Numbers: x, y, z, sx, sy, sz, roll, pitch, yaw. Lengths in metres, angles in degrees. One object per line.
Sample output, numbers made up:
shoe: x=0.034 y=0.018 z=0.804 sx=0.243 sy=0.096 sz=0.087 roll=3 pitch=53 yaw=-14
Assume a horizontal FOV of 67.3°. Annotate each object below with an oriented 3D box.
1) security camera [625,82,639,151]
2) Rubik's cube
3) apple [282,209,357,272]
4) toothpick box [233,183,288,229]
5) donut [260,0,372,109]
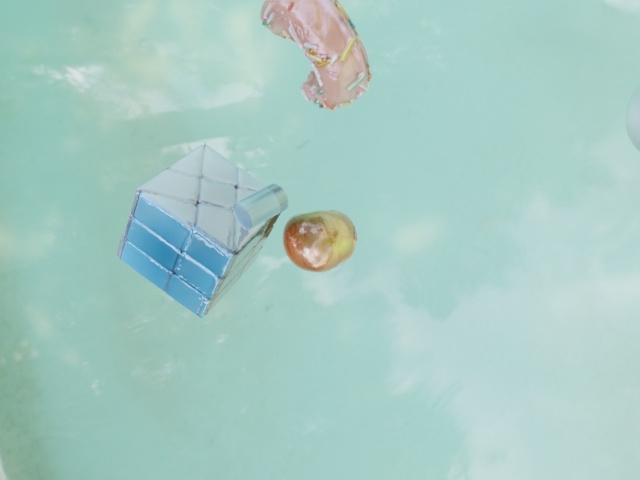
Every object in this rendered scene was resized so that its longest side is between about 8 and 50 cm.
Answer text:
security camera: x=0.640 y=-0.245 z=0.823 sx=0.194 sy=0.194 sz=0.236 roll=38 pitch=114 yaw=27
Rubik's cube: x=-0.244 y=-0.024 z=1.000 sx=0.231 sy=0.221 sz=0.225 roll=35 pitch=131 yaw=2
apple: x=0.000 y=0.000 z=1.315 sx=0.209 sy=0.209 sz=0.164 roll=-3 pitch=95 yaw=43
toothpick box: x=-0.101 y=-0.058 z=0.821 sx=0.052 sy=0.083 sz=0.052 roll=32 pitch=139 yaw=33
donut: x=-0.007 y=-0.318 z=0.808 sx=0.199 sy=0.085 sz=0.233 roll=33 pitch=162 yaw=53
